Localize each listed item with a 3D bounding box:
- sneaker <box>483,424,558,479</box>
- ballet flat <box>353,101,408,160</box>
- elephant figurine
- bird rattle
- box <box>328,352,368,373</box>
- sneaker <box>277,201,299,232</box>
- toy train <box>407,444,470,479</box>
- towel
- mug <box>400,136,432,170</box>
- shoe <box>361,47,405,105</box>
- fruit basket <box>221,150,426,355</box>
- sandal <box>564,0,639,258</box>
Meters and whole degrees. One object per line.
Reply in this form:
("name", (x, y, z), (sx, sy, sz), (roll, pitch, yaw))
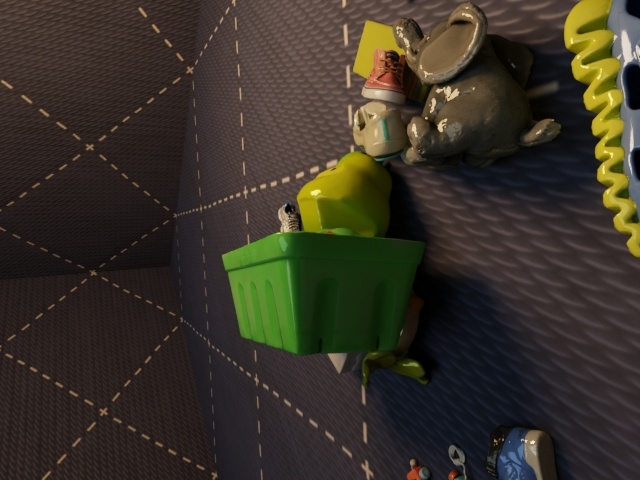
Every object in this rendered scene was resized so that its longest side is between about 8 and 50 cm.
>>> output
("sneaker", (0.266, 0.328, 0.559), (0.085, 0.058, 0.151), (-17, 74, 55))
("ballet flat", (0.095, -0.195, 0.707), (0.248, 0.087, 0.086), (-99, 15, -71))
("elephant figurine", (0.184, -0.222, 0.547), (0.169, 0.186, 0.239), (13, -103, -77))
("bird rattle", (0.116, 0.156, 0.798), (0.253, 0.143, 0.206), (-127, 53, -64))
("box", (0.005, 0.172, 1.009), (0.324, 0.063, 0.067), (52, 137, 46))
("sneaker", (-0.083, -0.050, 1.159), (0.058, 0.052, 0.135), (-55, 47, 43))
("toy train", (0.198, 0.423, 0.708), (0.125, 0.046, 0.166), (63, 144, 35))
("towel", (0.137, -0.332, 0.764), (0.237, 0.021, 0.102), (50, 131, 47))
("mug", (0.169, -0.148, 0.677), (0.078, 0.064, 0.062), (-17, 77, 60))
("shoe", (0.108, -0.272, 0.689), (0.178, 0.064, 0.081), (-96, 19, -67))
("fruit basket", (0.000, 0.000, 0.743), (0.392, 0.283, 0.391), (-176, 90, -65))
("sandal", (0.321, -0.102, 0.356), (0.138, 0.126, 0.316), (-23, 74, 55))
